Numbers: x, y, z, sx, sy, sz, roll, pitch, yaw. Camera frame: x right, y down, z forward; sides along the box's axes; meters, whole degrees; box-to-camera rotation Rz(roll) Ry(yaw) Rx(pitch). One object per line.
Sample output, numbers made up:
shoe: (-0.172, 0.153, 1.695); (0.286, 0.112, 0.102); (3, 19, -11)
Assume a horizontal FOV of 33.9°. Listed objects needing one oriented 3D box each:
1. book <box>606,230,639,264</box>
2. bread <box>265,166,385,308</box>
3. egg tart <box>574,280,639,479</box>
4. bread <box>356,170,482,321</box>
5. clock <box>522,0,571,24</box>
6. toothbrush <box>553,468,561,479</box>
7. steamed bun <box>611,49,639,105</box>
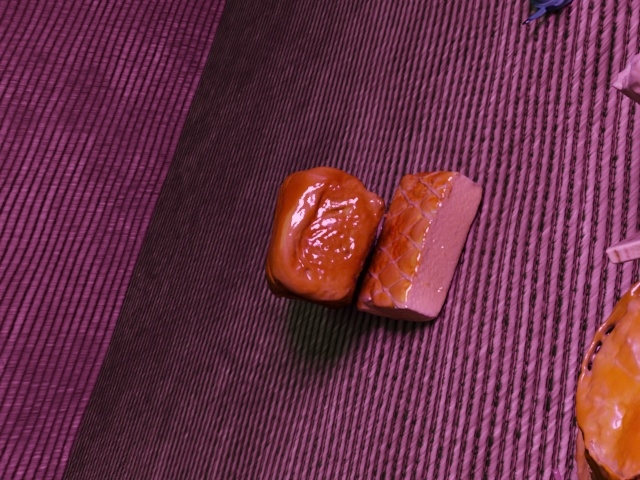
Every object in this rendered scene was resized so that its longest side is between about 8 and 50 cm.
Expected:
book: (0.347, -0.032, 0.777); (0.232, 0.162, 0.022); (-20, 90, 59)
bread: (0.000, 0.000, 1.368); (0.294, 0.132, 0.167); (132, 149, -84)
egg tart: (0.289, 0.110, 0.751); (0.341, 0.129, 0.341); (-49, 25, 31)
bread: (0.120, 0.007, 1.296); (0.125, 0.068, 0.188); (-6, 60, 64)
clock: (0.298, -0.336, 1.325); (0.108, 0.045, 0.147); (-19, 49, 61)
toothbrush: (0.216, 0.237, 0.917); (0.006, 0.008, 0.097); (-37, 30, 21)
steamed bun: (0.360, -0.188, 0.867); (0.225, 0.200, 0.170); (-58, -17, 17)
